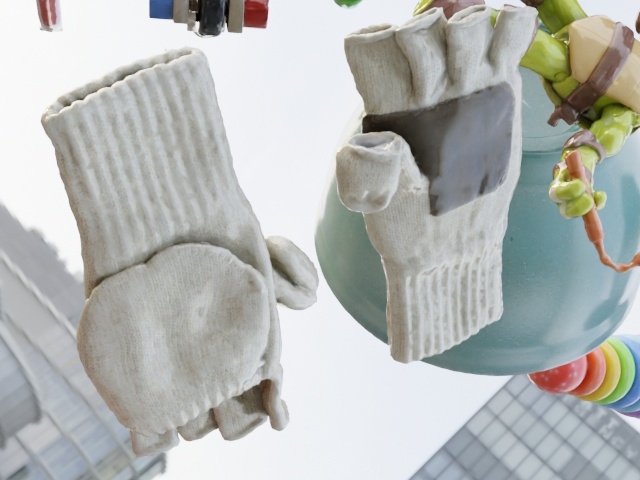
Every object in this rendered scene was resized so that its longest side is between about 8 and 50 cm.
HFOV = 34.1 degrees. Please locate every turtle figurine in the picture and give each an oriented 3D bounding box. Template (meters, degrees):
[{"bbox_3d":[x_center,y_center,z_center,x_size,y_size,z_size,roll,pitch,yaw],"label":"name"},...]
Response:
[{"bbox_3d":[0.177,-0.126,0.670,0.217,0.269,0.087,37,-20,-7],"label":"turtle figurine"}]

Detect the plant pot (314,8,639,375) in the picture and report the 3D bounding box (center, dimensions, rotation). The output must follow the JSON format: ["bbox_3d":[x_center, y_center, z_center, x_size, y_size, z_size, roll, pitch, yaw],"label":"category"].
[{"bbox_3d":[0.146,-0.064,0.867,0.293,0.293,0.196,36,-35,25],"label":"plant pot"}]

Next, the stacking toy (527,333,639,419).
[{"bbox_3d":[0.429,0.200,1.594,0.141,0.330,0.141,-11,-105,43],"label":"stacking toy"}]

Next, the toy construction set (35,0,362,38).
[{"bbox_3d":[-0.154,-0.289,1.083,0.257,0.308,0.237,65,-15,1],"label":"toy construction set"}]

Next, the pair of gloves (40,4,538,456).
[{"bbox_3d":[0.000,0.000,0.488,0.042,0.240,0.204,42,-38,49],"label":"pair of gloves"}]
